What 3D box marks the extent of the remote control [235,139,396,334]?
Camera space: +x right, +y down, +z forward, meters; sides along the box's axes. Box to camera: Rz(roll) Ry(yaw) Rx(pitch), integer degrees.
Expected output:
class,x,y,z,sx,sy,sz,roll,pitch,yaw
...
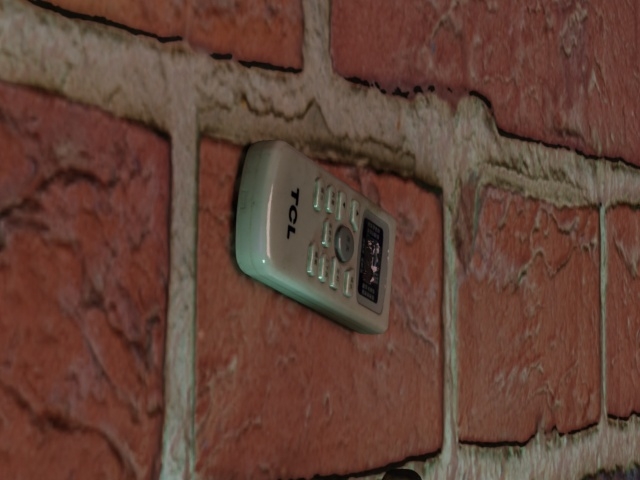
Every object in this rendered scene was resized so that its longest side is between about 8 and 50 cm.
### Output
class,x,y,z,sx,sy,sz,roll,pitch,yaw
remote control,0.000,0.000,1.132,0.190,0.029,0.087,33,59,-59

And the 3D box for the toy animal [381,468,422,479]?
class,x,y,z,sx,sy,sz,roll,pitch,yaw
toy animal,-0.037,0.244,0.977,0.157,0.097,0.312,47,46,-45
